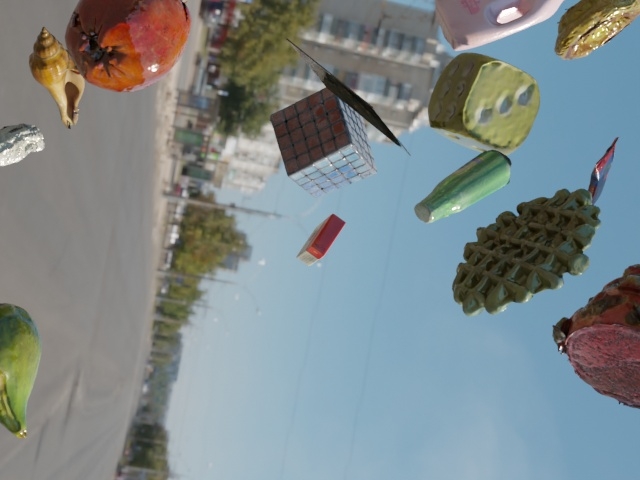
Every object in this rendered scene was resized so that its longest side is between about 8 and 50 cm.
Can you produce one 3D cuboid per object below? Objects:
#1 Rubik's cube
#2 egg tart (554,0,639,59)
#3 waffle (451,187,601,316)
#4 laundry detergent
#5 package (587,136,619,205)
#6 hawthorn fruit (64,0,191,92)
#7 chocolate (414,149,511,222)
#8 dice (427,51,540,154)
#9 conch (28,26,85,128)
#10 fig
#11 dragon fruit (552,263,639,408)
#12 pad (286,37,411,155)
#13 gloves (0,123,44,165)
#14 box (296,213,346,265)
[{"bbox_3d":[0.014,-0.305,2.831,0.237,0.237,0.238,32,39,-60],"label":"Rubik's cube"},{"bbox_3d":[0.793,-0.637,2.612,0.115,0.290,0.290,62,-17,9],"label":"egg tart"},{"bbox_3d":[0.381,0.019,1.702,0.309,0.056,0.292,-22,-153,36],"label":"waffle"},{"bbox_3d":[0.420,-0.512,1.929,0.088,0.335,0.159,69,3,-58],"label":"laundry detergent"},{"bbox_3d":[0.565,-0.121,1.836,0.083,0.022,0.200,-50,156,-25],"label":"package"},{"bbox_3d":[-0.339,-0.413,1.727,0.299,0.211,0.211,-48,168,-34],"label":"hawthorn fruit"},{"bbox_3d":[0.341,-0.123,2.200,0.291,0.110,0.110,-30,155,-34],"label":"chocolate"},{"bbox_3d":[0.461,-0.386,2.572,0.238,0.233,0.227,-67,-154,2],"label":"dice"},{"bbox_3d":[-0.599,-0.372,2.062,0.093,0.109,0.330,57,-18,19],"label":"conch"},{"bbox_3d":[-0.642,0.268,1.797,0.206,0.206,0.275,132,-65,-75],"label":"fig"},{"bbox_3d":[0.690,0.183,1.910,0.296,0.314,0.263,-24,-154,53],"label":"dragon fruit"},{"bbox_3d":[0.069,-0.363,2.284,0.007,0.247,0.367,-46,-125,2],"label":"pad"},{"bbox_3d":[-0.654,-0.195,1.855,0.114,0.153,0.070,8,-60,43],"label":"gloves"},{"bbox_3d":[0.000,0.000,2.158,0.100,0.048,0.152,-59,-171,-17],"label":"box"}]
